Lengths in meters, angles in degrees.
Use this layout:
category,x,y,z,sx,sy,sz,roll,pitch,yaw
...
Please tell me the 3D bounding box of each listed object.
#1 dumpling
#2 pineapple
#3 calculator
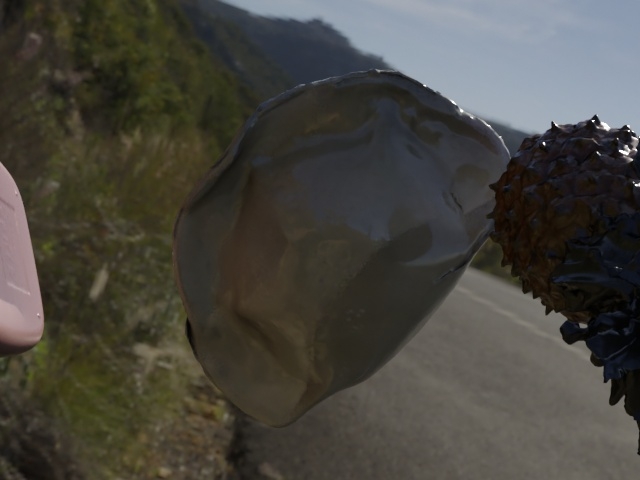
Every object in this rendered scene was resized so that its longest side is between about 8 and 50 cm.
category,x,y,z,sx,sy,sz,roll,pitch,yaw
dumpling,-0.002,0.002,1.114,0.260,0.341,0.181,40,35,-14
pineapple,0.220,0.018,0.796,0.166,0.165,0.364,18,15,-9
calculator,-0.312,-0.010,1.016,0.048,0.220,0.329,-17,-14,5
